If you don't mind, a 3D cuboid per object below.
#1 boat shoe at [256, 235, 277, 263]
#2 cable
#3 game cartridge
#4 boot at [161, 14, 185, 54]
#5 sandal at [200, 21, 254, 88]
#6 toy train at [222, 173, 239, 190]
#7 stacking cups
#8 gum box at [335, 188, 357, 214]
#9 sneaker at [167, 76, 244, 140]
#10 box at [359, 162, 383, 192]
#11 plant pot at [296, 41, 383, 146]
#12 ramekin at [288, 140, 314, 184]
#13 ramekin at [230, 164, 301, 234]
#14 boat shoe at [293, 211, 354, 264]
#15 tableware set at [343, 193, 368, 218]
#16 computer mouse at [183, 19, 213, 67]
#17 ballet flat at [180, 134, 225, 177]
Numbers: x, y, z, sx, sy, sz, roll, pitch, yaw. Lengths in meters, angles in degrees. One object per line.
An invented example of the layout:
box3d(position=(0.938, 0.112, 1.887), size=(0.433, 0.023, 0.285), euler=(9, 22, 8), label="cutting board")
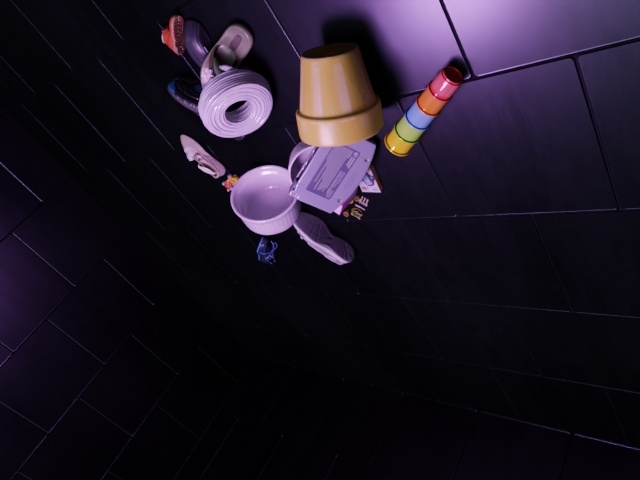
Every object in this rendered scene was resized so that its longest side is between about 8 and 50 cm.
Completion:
box3d(position=(-0.261, 0.048, 2.630), size=(0.089, 0.108, 0.258), euler=(22, 165, 5), label="boat shoe")
box3d(position=(-0.281, -0.458, 1.755), size=(0.257, 0.257, 0.089), euler=(-53, 54, 42), label="cable")
box3d(position=(0.047, -0.238, 1.757), size=(0.198, 0.062, 0.297), euler=(20, 119, -28), label="game cartridge")
box3d(position=(-0.509, -0.714, 1.780), size=(0.085, 0.059, 0.158), euler=(37, 151, 4), label="boot")
box3d(position=(-0.321, -0.579, 1.710), size=(0.120, 0.086, 0.303), euler=(28, 139, -14), label="sandal")
box3d(position=(-0.363, -0.246, 2.335), size=(0.166, 0.046, 0.125), euler=(29, 151, 13), label="toy train")
box3d(position=(0.290, -0.360, 1.486), size=(0.096, 0.096, 0.316), euler=(35, 151, -3), label="stacking cups")
box3d(position=(0.030, -0.195, 1.947), size=(0.188, 0.107, 0.062), euler=(35, 151, 11), label="gum box")
box3d(position=(-0.425, -0.487, 1.960), size=(0.341, 0.125, 0.139), euler=(32, 152, 5), label="sneaker")
box3d(position=(0.171, -0.219, 1.876), size=(0.081, 0.028, 0.136), euler=(6, 139, 39), label="box")
box3d(position=(0.043, -0.427, 1.502), size=(0.254, 0.254, 0.238), euler=(12, 130, 32), label="plant pot")
box3d(position=(-0.014, -0.264, 1.827), size=(0.207, 0.109, 0.207), euler=(-5, 126, -7), label="ramekin")
box3d(position=(-0.209, -0.156, 2.100), size=(0.278, 0.277, 0.135), euler=(21, 156, 21), label="ramekin")
box3d(position=(0.002, -0.001, 2.272), size=(0.321, 0.118, 0.103), euler=(35, 146, -16), label="boat shoe")
box3d(position=(0.125, -0.137, 2.043), size=(0.104, 0.024, 0.154), euler=(30, 150, 6), label="tableware set")
box3d(position=(-0.374, -0.617, 1.785), size=(0.184, 0.060, 0.262), euler=(18, 147, 26), label="computer mouse")
box3d(position=(-0.527, -0.362, 2.282), size=(0.248, 0.086, 0.086), euler=(38, 150, -8), label="ballet flat")
